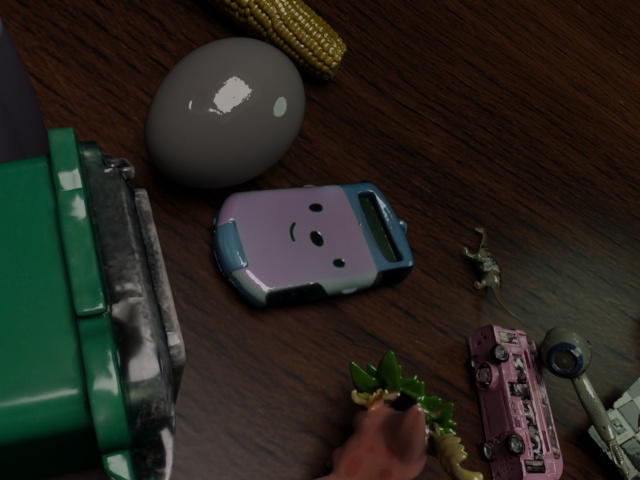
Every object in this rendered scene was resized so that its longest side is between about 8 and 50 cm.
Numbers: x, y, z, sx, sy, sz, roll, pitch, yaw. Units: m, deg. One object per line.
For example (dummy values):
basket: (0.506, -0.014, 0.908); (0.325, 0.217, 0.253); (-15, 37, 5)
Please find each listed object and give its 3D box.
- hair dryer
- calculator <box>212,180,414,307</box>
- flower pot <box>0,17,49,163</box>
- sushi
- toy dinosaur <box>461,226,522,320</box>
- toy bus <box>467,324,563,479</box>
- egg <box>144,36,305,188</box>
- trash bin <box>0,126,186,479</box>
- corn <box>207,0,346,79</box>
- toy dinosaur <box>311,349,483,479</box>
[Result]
hair dryer: (0.371, 0.202, 0.762); (0.199, 0.067, 0.167); (60, 25, -1)
calculator: (0.000, 0.000, 0.743); (0.293, 0.051, 0.173); (-8, 62, -29)
flower pot: (-0.393, -0.122, 0.521); (0.265, 0.243, 0.265); (14, 53, -19)
sushi: (0.480, 0.318, 0.767); (0.193, 0.040, 0.210); (-23, 64, -33)
toy dinosaur: (0.252, 0.046, 0.839); (0.058, 0.037, 0.180); (5, 57, -16)
toy bus: (0.249, 0.213, 0.716); (0.090, 0.063, 0.203); (11, 58, -22)
egg: (-0.122, -0.159, 0.710); (0.176, 0.176, 0.232); (39, 62, 2)
trash bin: (-0.309, 0.105, 0.419); (0.381, 0.259, 0.295); (-10, 65, -22)
corn: (-0.089, -0.381, 0.918); (0.305, 0.106, 0.106); (40, 52, -3)
toy dinosaur: (0.047, 0.213, 0.568); (0.152, 0.194, 0.177); (55, 32, 4)
